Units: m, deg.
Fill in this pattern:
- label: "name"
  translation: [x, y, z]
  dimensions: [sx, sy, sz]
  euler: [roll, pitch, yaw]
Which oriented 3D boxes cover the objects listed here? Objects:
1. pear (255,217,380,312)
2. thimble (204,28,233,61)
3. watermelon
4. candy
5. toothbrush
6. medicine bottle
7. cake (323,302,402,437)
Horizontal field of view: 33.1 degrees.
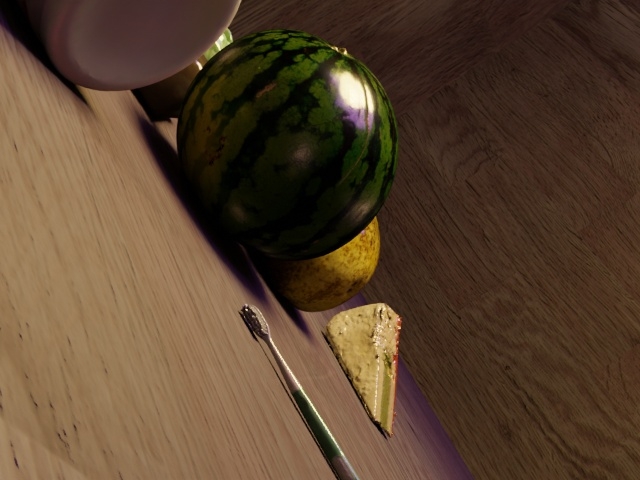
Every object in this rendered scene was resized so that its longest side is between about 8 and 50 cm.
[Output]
- label: "pear"
  translation: [0.000, 0.000, 1.562]
  dimensions: [0.197, 0.197, 0.197]
  euler: [56, 3, -4]
- label: "thimble"
  translation: [-0.209, -0.306, 1.801]
  dimensions: [0.219, 0.150, 0.219]
  euler: [57, 2, -3]
- label: "watermelon"
  translation: [-0.041, -0.119, 1.351]
  dimensions: [0.285, 0.285, 0.285]
  euler: [56, 3, -4]
- label: "candy"
  translation: [-0.205, -0.233, 1.511]
  dimensions: [0.104, 0.102, 0.234]
  euler: [56, 4, -6]
- label: "toothbrush"
  translation: [-0.013, 0.168, 1.082]
  dimensions: [0.257, 0.018, 0.024]
  euler: [57, 6, 19]
- label: "medicine bottle"
  translation: [-0.229, -0.321, 1.041]
  dimensions: [0.316, 0.202, 0.202]
  euler: [58, 3, 24]
- label: "cake"
  translation: [0.061, 0.208, 1.747]
  dimensions: [0.086, 0.116, 0.221]
  euler: [49, 40, -50]
